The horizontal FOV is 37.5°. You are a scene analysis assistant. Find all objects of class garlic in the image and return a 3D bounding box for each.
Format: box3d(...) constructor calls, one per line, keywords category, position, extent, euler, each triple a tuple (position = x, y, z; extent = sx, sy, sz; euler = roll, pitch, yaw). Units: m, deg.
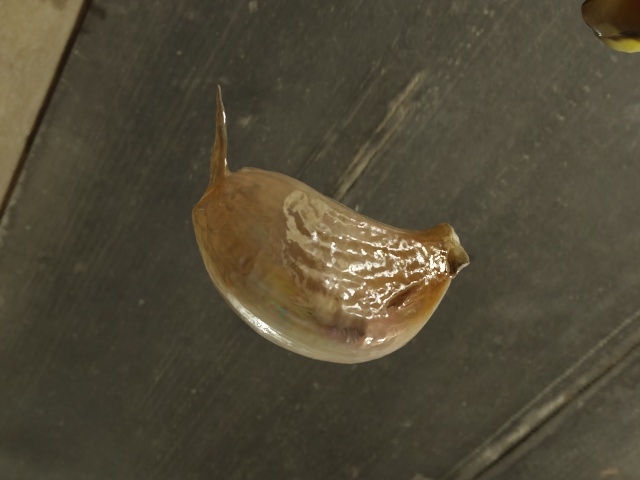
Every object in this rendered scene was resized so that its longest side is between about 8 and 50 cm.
box3d(category="garlic", position=(-0.012, 0.003, 0.617), extent=(0.198, 0.128, 0.090), euler=(30, 171, -5))

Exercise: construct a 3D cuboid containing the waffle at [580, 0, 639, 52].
box3d(category="waffle", position=(0.172, -0.179, 0.285), extent=(0.058, 0.301, 0.281), euler=(-11, 108, -28))
